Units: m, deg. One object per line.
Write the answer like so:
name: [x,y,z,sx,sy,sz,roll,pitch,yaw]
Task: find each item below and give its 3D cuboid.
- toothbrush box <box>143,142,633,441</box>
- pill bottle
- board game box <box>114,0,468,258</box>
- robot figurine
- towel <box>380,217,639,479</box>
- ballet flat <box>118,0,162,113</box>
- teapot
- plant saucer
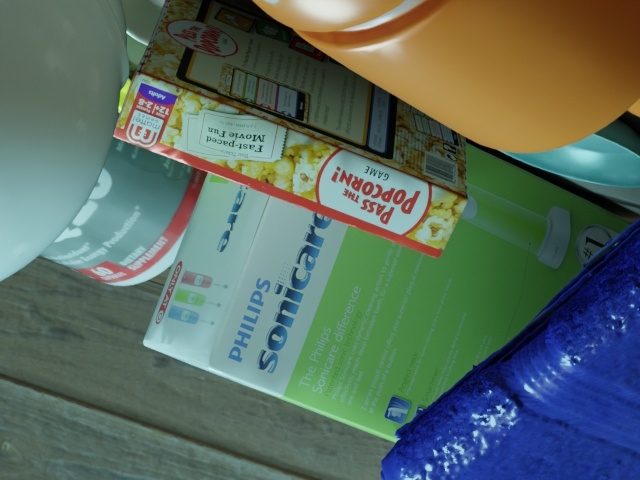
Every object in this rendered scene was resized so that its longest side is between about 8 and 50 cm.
toothbrush box: [0.053,0.031,1.197,0.283,0.206,0.122,23,174,-27]
pill bottle: [-0.221,-0.086,1.214,0.283,0.161,0.161,26,169,-39]
board game box: [-0.011,-0.074,0.992,0.193,0.045,0.146,21,-152,-6]
robot figurine: [0.049,-0.110,0.622,0.219,0.128,0.158,27,-168,-41]
towel: [0.209,0.078,1.075,0.228,0.308,0.076,23,-145,-39]
ballet flat: [-0.108,-0.114,1.121,0.077,0.077,0.231,-7,156,29]
teapot: [-0.188,-0.108,0.900,0.256,0.187,0.252,23,148,50]
plant saucer: [0.148,-0.063,1.037,0.119,0.021,0.119,19,170,3]
